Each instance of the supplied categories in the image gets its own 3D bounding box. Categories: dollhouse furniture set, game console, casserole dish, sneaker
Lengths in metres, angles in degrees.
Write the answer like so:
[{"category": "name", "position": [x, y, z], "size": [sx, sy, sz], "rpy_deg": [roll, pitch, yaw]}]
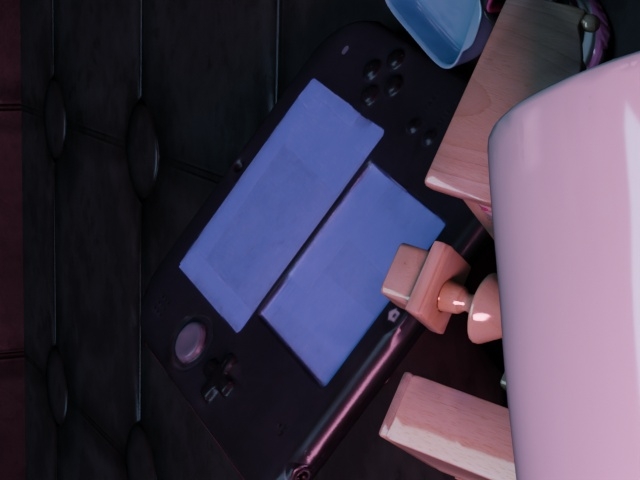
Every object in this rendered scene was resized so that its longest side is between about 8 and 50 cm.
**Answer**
[{"category": "dollhouse furniture set", "position": [0.205, 0.011, 0.942], "size": [0.174, 0.303, 0.355], "rpy_deg": [19, 78, 29]}, {"category": "game console", "position": [0.000, 0.000, 1.274], "size": [0.386, 0.060, 0.342], "rpy_deg": [-54, 34, 6]}, {"category": "casserole dish", "position": [0.109, -0.230, 1.249], "size": [0.188, 0.037, 0.114], "rpy_deg": [-122, 37, -47]}, {"category": "sneaker", "position": [0.158, -0.201, 1.101], "size": [0.072, 0.077, 0.178], "rpy_deg": [112, 146, -40]}]

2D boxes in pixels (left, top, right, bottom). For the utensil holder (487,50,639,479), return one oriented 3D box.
[{"category": "utensil holder", "position": [0.248, 0.117, 0.669], "size": [0.328, 0.328, 0.385], "rpy_deg": [153, 113, -63]}]
